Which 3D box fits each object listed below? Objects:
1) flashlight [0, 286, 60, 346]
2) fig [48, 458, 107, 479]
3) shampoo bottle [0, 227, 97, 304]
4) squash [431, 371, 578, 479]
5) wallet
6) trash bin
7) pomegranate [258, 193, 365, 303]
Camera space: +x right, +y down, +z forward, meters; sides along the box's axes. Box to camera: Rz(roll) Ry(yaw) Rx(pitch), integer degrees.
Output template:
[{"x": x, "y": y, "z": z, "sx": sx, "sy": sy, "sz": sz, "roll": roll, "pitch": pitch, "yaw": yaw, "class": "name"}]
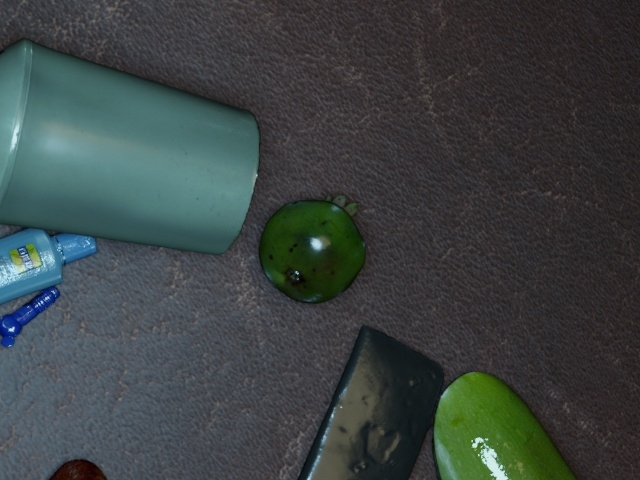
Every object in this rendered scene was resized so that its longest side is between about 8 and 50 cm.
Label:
[{"x": -0.465, "y": 0.116, "z": 1.543, "sx": 0.057, "sy": 0.035, "sz": 0.121, "roll": 42, "pitch": 63, "yaw": 13, "class": "flashlight"}, {"x": -0.362, "y": 0.418, "z": 1.505, "sx": 0.153, "sy": 0.119, "sz": 0.119, "roll": 48, "pitch": 69, "yaw": -10, "class": "fig"}, {"x": -0.479, "y": 0.040, "z": 1.529, "sx": 0.258, "sy": 0.061, "sz": 0.103, "roll": -22, "pitch": 89, "yaw": -24, "class": "shampoo bottle"}, {"x": 0.324, "y": 0.411, "z": 1.824, "sx": 0.234, "sy": 0.210, "sz": 0.309, "roll": -26, "pitch": 66, "yaw": -22, "class": "squash"}, {"x": 0.089, "y": 0.350, "z": 1.737, "sx": 0.197, "sy": 0.051, "sz": 0.377, "roll": 28, "pitch": 73, "yaw": -14, "class": "wallet"}, {"x": -0.335, "y": -0.134, "z": 1.500, "sx": 0.432, "sy": 0.280, "sz": 0.280, "roll": 12, "pitch": 79, "yaw": -25, "class": "trash bin"}, {"x": -0.002, "y": 0.000, "z": 1.686, "sx": 0.187, "sy": 0.187, "sz": 0.225, "roll": 47, "pitch": 45, "yaw": -11, "class": "pomegranate"}]
